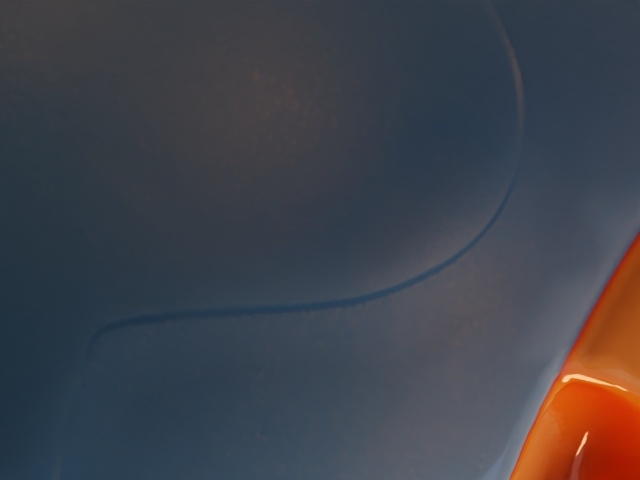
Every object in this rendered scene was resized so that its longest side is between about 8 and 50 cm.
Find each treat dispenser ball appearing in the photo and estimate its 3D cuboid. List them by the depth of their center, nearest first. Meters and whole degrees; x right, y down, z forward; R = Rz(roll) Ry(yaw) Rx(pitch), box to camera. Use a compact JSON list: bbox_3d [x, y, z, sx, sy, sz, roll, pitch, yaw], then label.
[{"bbox_3d":[0.000,0.000,0.470,0.288,0.288,0.288,-30,164,-10],"label":"treat dispenser ball"}]
